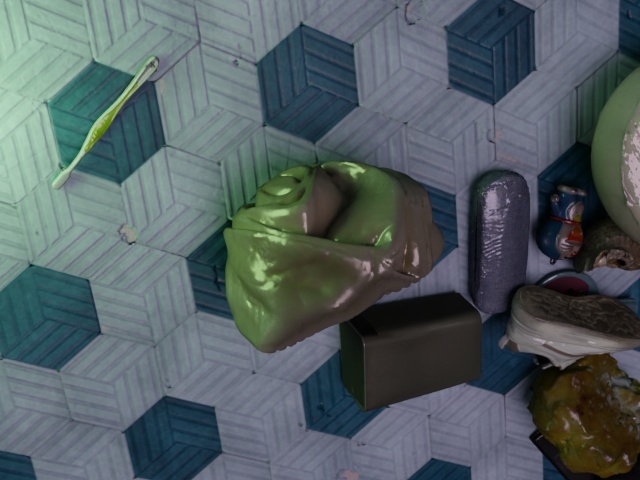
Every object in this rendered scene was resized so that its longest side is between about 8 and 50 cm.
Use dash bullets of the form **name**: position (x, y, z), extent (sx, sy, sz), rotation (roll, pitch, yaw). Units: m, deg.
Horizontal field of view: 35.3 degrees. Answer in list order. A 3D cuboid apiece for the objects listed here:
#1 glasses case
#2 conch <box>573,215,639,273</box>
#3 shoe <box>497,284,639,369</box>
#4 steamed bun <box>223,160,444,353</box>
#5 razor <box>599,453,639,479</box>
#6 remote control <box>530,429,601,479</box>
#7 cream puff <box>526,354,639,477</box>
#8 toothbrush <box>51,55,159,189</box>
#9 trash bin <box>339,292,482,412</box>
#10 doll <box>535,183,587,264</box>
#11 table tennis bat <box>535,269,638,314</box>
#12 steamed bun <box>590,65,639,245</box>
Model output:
- **glasses case**: position (0.332, 0.007, 1.860), extent (0.109, 0.067, 0.282), rotation (-13, 115, -21)
- **conch**: position (0.550, 0.026, 1.901), extent (0.130, 0.207, 0.155), rotation (44, 121, 8)
- **shoe**: position (0.474, 0.187, 1.934), extent (0.316, 0.124, 0.159), rotation (15, 126, -24)
- **steamed bun**: position (0.000, 0.000, 1.619), extent (0.367, 0.342, 0.255), rotation (-28, 94, 1)
- **razor**: position (0.764, 0.543, 2.209), extent (0.349, 0.113, 0.204), rotation (-13, 118, -20)
- **remote control**: position (0.531, 0.474, 2.154), extent (0.063, 0.025, 0.245), rotation (-40, 118, 6)
- **cream puff**: position (0.534, 0.345, 2.024), extent (0.282, 0.185, 0.282), rotation (12, 64, -25)
- **toothbrush**: position (-0.336, -0.183, 1.572), extent (0.022, 0.026, 0.263), rotation (37, 97, -34)
- **trash bin**: position (0.167, 0.202, 1.860), extent (0.240, 0.122, 0.164), rotation (-10, 115, -17)
- **doll**: position (0.452, -0.027, 1.879), extent (0.114, 0.085, 0.152), rotation (9, 99, -42)
- **table tennis bat**: position (0.518, 0.130, 1.998), extent (0.244, 0.040, 0.153), rotation (3, 113, -16)
- **steamed bun**: position (0.657, -0.157, 1.796), extent (0.374, 0.241, 0.374), rotation (-1, 102, -5)
